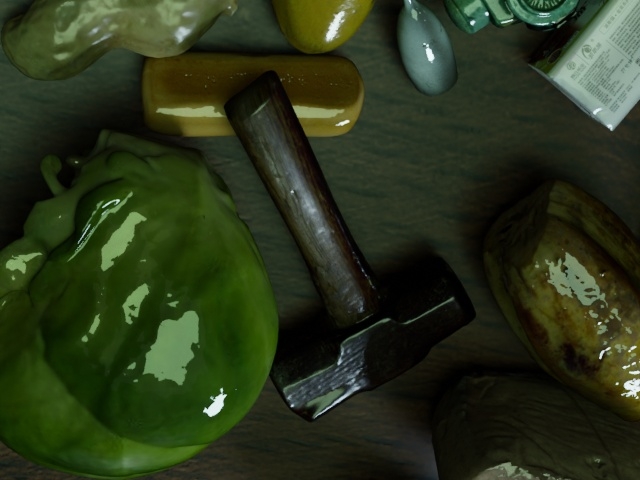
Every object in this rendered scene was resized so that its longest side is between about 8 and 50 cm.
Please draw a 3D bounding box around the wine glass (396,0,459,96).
[{"bbox_3d":[0.099,-0.233,1.583,0.066,0.066,0.198,-28,143,-1],"label":"wine glass"}]

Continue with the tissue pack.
[{"bbox_3d":[0.321,-0.216,1.653,0.106,0.099,0.148,38,97,-17],"label":"tissue pack"}]

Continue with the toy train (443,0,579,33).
[{"bbox_3d":[0.260,-0.383,1.570,0.369,0.150,0.237,-35,105,0],"label":"toy train"}]

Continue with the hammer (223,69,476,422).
[{"bbox_3d":[0.000,0.000,1.622,0.243,0.095,0.408,-27,125,-1],"label":"hammer"}]

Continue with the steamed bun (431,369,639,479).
[{"bbox_3d":[0.271,0.293,1.733,0.301,0.251,0.199,13,114,-10],"label":"steamed bun"}]

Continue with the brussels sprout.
[{"bbox_3d":[-0.199,0.075,1.564,0.315,0.276,0.371,21,99,-2],"label":"brussels sprout"}]

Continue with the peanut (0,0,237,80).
[{"bbox_3d":[-0.202,-0.239,1.541,0.263,0.101,0.117,-16,68,-5],"label":"peanut"}]

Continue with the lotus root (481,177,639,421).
[{"bbox_3d":[0.298,0.081,1.700,0.193,0.193,0.291,-39,105,3],"label":"lotus root"}]

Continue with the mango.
[{"bbox_3d":[-0.001,-0.292,1.571,0.137,0.098,0.195,4,114,-15],"label":"mango"}]

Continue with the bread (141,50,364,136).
[{"bbox_3d":[-0.075,-0.153,1.609,0.239,0.074,0.092,1,68,-12],"label":"bread"}]

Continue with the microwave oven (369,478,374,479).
[{"bbox_3d":[0.128,0.396,1.783,0.205,0.163,0.129,30,98,-15],"label":"microwave oven"}]
